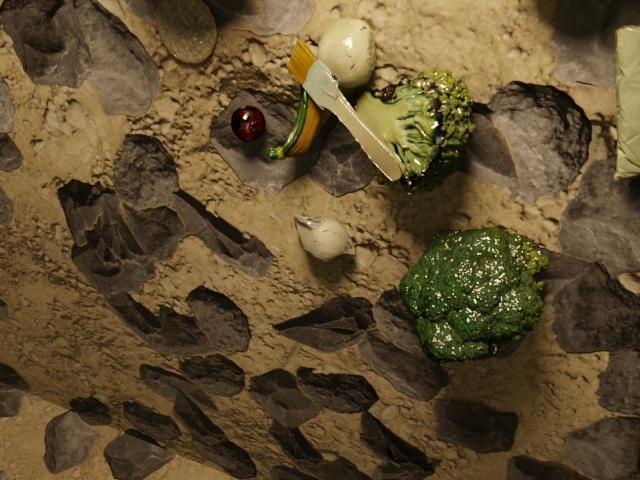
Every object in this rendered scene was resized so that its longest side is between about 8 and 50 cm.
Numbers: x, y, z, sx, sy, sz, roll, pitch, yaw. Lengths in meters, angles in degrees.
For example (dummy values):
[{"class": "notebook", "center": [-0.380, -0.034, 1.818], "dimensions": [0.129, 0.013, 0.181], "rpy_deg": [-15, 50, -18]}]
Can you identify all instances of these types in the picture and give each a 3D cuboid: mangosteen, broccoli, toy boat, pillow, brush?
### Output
[{"class": "mangosteen", "center": [-0.166, -0.266, 1.187], "dimensions": [0.080, 0.081, 0.081], "rpy_deg": [11, 126, 15]}, {"class": "broccoli", "center": [0.202, -0.224, 1.049], "dimensions": [0.180, 0.273, 0.243], "rpy_deg": [-4, 123, -30]}, {"class": "toy boat", "center": [-0.048, -0.271, 1.121], "dimensions": [0.088, 0.089, 0.230], "rpy_deg": [15, 111, -16]}, {"class": "pillow", "center": [0.643, -0.246, 0.875], "dimensions": [0.280, 0.076, 0.275], "rpy_deg": [-7, 120, 18]}, {"class": "broccoli", "center": [0.342, 0.129, 1.152], "dimensions": [0.321, 0.304, 0.283], "rpy_deg": [-13, 147, 31]}, {"class": "brush", "center": [0.049, -0.244, 1.008], "dimensions": [0.337, 0.020, 0.085], "rpy_deg": [52, 142, 12]}]

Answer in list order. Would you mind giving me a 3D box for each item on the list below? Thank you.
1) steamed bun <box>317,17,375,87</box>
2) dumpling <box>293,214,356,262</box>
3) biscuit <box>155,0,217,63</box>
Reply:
[{"class": "steamed bun", "center": [0.047, -0.361, 1.025], "dimensions": [0.112, 0.091, 0.130], "rpy_deg": [9, 126, 19]}, {"class": "dumpling", "center": [0.000, 0.000, 1.291], "dimensions": [0.188, 0.108, 0.127], "rpy_deg": [32, 154, -22]}, {"class": "biscuit", "center": [-0.291, -0.461, 1.139], "dimensions": [0.152, 0.020, 0.152], "rpy_deg": [10, 124, 16]}]
